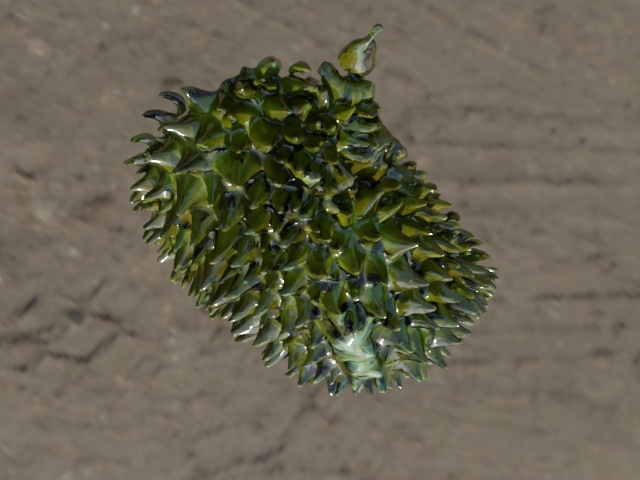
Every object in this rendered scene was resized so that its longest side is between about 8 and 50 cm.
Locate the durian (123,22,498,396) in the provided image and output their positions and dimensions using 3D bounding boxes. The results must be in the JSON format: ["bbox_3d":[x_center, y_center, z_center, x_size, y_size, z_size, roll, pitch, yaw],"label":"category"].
[{"bbox_3d":[-0.002,0.008,0.819,0.137,0.095,0.220,-19,141,7],"label":"durian"}]
